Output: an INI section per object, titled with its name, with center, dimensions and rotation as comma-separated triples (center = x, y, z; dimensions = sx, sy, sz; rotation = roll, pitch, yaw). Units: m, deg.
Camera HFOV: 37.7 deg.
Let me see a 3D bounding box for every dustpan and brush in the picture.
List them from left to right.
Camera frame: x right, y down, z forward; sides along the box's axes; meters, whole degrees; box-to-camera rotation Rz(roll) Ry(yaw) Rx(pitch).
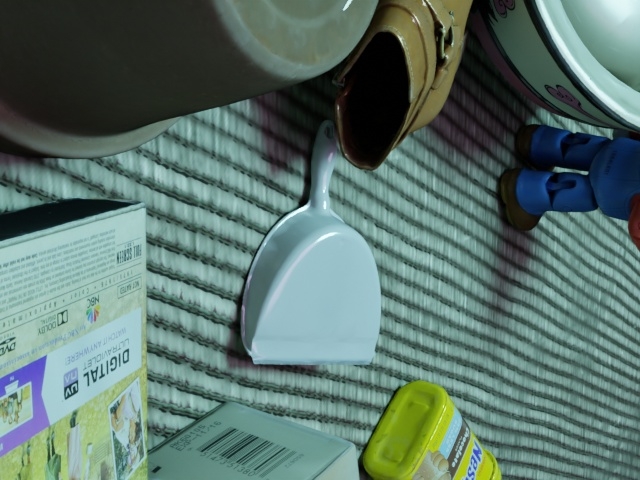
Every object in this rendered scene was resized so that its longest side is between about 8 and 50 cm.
[dustpan and brush]
center = 0.000, 0.000, 0.831
dimensions = 0.147, 0.060, 0.211
rotation = 7, 99, -39

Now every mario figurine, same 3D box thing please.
[mario figurine]
center = 0.379, -0.046, 1.068
dimensions = 0.170, 0.321, 0.198
rotation = -10, 106, -49

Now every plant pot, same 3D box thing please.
[plant pot]
center = -0.092, -0.167, 0.534
dimensions = 0.263, 0.229, 0.263
rotation = -16, 111, -50

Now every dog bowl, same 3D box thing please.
[dog bowl]
center = 0.321, -0.299, 0.978
dimensions = 0.408, 0.150, 0.408
rotation = 0, 90, -26

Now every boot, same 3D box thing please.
[boot]
center = 0.072, -0.214, 0.779
dimensions = 0.220, 0.109, 0.283
rotation = -53, 158, -52

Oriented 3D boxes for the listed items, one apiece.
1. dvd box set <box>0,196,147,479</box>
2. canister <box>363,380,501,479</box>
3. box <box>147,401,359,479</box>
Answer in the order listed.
[dvd box set]
center = -0.191, 0.200, 0.539
dimensions = 0.307, 0.062, 0.420
rotation = -32, 125, -70
[canister]
center = 0.122, 0.245, 1.013
dimensions = 0.126, 0.073, 0.170
rotation = -58, 135, -26
[box]
center = -0.045, 0.306, 0.762
dimensions = 0.121, 0.148, 0.311
rotation = -29, 121, -45
